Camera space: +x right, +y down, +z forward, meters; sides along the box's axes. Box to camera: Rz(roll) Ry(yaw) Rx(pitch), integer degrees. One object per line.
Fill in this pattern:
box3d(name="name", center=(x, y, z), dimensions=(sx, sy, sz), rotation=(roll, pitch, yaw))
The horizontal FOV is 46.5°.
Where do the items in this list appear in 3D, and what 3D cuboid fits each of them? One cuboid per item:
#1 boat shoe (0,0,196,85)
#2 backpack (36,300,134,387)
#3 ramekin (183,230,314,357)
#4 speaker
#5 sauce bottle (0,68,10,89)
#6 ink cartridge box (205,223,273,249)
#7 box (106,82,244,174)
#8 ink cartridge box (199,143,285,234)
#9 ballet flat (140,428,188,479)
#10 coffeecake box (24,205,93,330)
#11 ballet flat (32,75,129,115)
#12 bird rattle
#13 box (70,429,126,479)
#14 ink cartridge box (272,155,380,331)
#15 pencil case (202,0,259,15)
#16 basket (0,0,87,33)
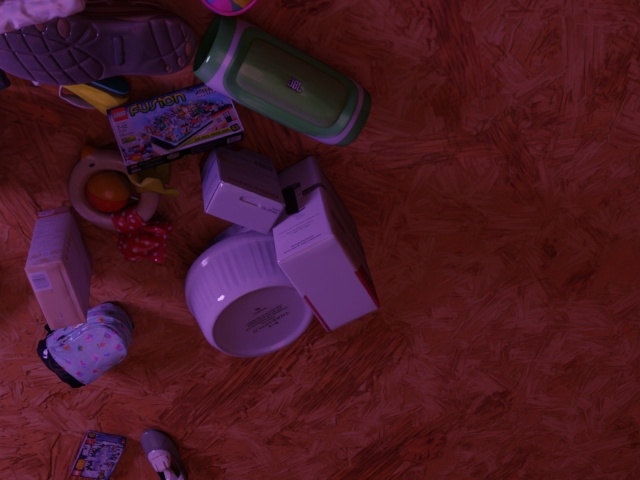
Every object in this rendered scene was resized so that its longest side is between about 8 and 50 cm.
box3d(name="boat shoe", center=(-0.364, -0.319, 1.166), dimensions=(0.324, 0.116, 0.123), rotation=(-2, 129, -24))
box3d(name="backpack", center=(-0.468, 0.214, 1.527), dimensions=(0.182, 0.115, 0.152), rotation=(-34, 122, 8))
box3d(name="ramekin", center=(-0.131, 0.119, 1.493), dimensions=(0.273, 0.127, 0.273), rotation=(-13, 136, -13))
box3d(name="speaker", center=(-0.063, -0.269, 1.276), dimensions=(0.296, 0.131, 0.131), rotation=(23, 117, -25))
box3d(name="sauce bottle", center=(-0.536, -0.306, 1.199), dimensions=(0.042, 0.042, 0.128), rotation=(-14, 128, -3))
box3d(name="ink cartridge box", center=(-0.124, 0.020, 1.525), dimensions=(0.145, 0.045, 0.179), rotation=(-35, 141, 12))
box3d(name="box", center=(-0.247, -0.197, 1.270), dimensions=(0.207, 0.114, 0.036), rotation=(-20, 164, -14))
box3d(name="ink cartridge box", center=(-0.145, -0.101, 1.342), dimensions=(0.127, 0.175, 0.072), rotation=(21, 117, -24))
box3d(name="ballet flat", center=(-0.372, 0.544, 1.804), dimensions=(0.072, 0.068, 0.213), rotation=(-19, 126, 1))
box3d(name="coffeecake box", center=(-0.474, 0.047, 1.366), dimensions=(0.068, 0.185, 0.142), rotation=(-12, 125, -4))
box3d(name="ballet flat", center=(-0.429, -0.275, 1.227), dimensions=(0.231, 0.077, 0.077), rotation=(28, 128, -29))
box3d(name="bird rattle", center=(-0.358, -0.082, 1.372), dimensions=(0.207, 0.143, 0.253), rotation=(19, 132, -10))
box3d(name="box", center=(-0.529, 0.514, 1.773), dimensions=(0.094, 0.027, 0.137), rotation=(17, 119, -21))
box3d(name="ink cartridge box", center=(0.000, 0.000, 1.387), dimensions=(0.114, 0.273, 0.197), rotation=(-26, 125, 10))
box3d(name="pencil case", center=(-0.149, -0.420, 1.093), dimensions=(0.104, 0.236, 0.104), rotation=(-11, 133, -12))
box3d(name="basket", center=(-0.489, -0.416, 0.967), dimensions=(0.328, 0.331, 0.266), rotation=(-15, 120, -2))
